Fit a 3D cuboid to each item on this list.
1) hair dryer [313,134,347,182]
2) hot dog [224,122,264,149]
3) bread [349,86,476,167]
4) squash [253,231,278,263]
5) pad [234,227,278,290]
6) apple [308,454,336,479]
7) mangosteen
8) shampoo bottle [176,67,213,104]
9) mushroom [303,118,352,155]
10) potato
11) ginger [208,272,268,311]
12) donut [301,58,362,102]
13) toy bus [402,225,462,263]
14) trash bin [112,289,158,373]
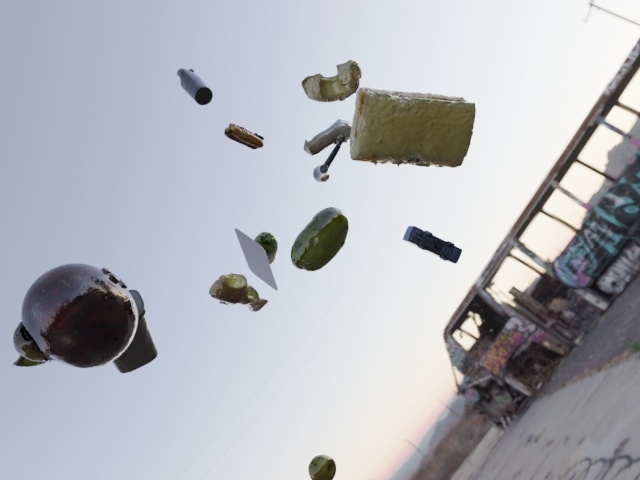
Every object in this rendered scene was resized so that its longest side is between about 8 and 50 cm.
[{"bbox_3d":[0.045,-0.333,2.292,0.219,0.075,0.195,-59,3,-5],"label":"hair dryer"},{"bbox_3d":[-0.282,-0.385,2.125,0.188,0.072,0.055,20,-105,-50],"label":"hot dog"},{"bbox_3d":[0.282,-0.346,1.814,0.375,0.165,0.237,3,-66,-14],"label":"bread"},{"bbox_3d":[-0.220,0.044,2.283,0.107,0.107,0.395,-46,-4,-17],"label":"squash"},{"bbox_3d":[-0.238,0.073,2.145,0.002,0.176,0.266,-41,-37,-24],"label":"pad"},{"bbox_3d":[0.007,0.694,1.739,0.074,0.090,0.089,-22,2,40],"label":"apple"},{"bbox_3d":[-0.680,0.237,1.585,0.360,0.306,0.306,-55,-22,-10],"label":"mangosteen"},{"bbox_3d":[-0.384,-0.474,1.740,0.063,0.208,0.057,-4,-54,-32],"label":"shampoo bottle"},{"bbox_3d":[0.040,-0.424,2.356,0.278,0.099,0.096,-35,15,-38],"label":"mushroom"},{"bbox_3d":[0.000,0.000,2.003,0.253,0.148,0.186,-48,1,9],"label":"potato"},{"bbox_3d":[-0.270,0.192,1.943,0.131,0.086,0.294,-29,-30,4],"label":"ginger"},{"bbox_3d":[0.043,-0.406,1.508,0.165,0.065,0.108,-15,-16,31],"label":"donut"},{"bbox_3d":[0.445,0.014,2.287,0.079,0.236,0.094,-64,17,4],"label":"toy bus"},{"bbox_3d":[-0.736,0.345,2.162,0.219,0.219,0.250,-24,-51,-16],"label":"trash bin"}]
